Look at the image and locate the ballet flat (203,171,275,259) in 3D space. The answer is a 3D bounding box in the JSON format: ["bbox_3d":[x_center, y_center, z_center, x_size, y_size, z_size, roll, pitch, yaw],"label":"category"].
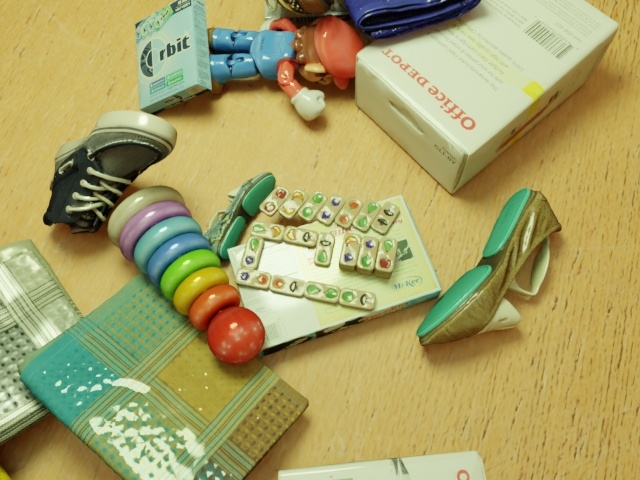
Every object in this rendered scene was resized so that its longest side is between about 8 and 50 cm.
[{"bbox_3d":[-0.153,-0.054,1.086,0.070,0.070,0.188,28,69,12],"label":"ballet flat"}]

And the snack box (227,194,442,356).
[{"bbox_3d":[0.022,0.057,1.037,0.322,0.060,0.187,-17,70,-5],"label":"snack box"}]

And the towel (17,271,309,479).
[{"bbox_3d":[-0.238,0.228,0.933,0.370,0.040,0.271,35,52,17],"label":"towel"}]

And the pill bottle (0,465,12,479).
[{"bbox_3d":[-0.543,0.365,0.907,0.208,0.117,0.117,41,76,15],"label":"pill bottle"}]

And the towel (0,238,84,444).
[{"bbox_3d":[-0.533,0.160,0.955,0.312,0.056,0.324,-30,68,-35],"label":"towel"}]

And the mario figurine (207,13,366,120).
[{"bbox_3d":[-0.063,-0.337,1.181,0.321,0.170,0.198,3,105,14],"label":"mario figurine"}]

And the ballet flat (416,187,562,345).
[{"bbox_3d":[0.301,0.067,1.013,0.124,0.116,0.342,41,71,-5],"label":"ballet flat"}]

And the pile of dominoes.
[{"bbox_3d":[0.000,0.000,1.006,0.251,0.040,0.195,10,69,6],"label":"pile of dominoes"}]

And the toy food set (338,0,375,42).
[{"bbox_3d":[0.189,-0.542,1.256,0.306,0.092,0.219,-35,84,-9],"label":"toy food set"}]

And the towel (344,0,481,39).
[{"bbox_3d":[0.136,-0.487,1.100,0.228,0.076,0.308,-14,54,-3],"label":"towel"}]

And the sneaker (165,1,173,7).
[{"bbox_3d":[-0.294,-0.431,1.243,0.067,0.042,0.118,10,77,9],"label":"sneaker"}]

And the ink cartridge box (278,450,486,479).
[{"bbox_3d":[0.094,0.423,0.862,0.289,0.121,0.211,-5,69,0],"label":"ink cartridge box"}]

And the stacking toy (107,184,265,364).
[{"bbox_3d":[-0.207,0.066,0.986,0.141,0.141,0.330,-36,68,-11],"label":"stacking toy"}]

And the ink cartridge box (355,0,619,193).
[{"bbox_3d":[0.289,-0.318,1.118,0.385,0.160,0.279,-39,72,-13],"label":"ink cartridge box"}]

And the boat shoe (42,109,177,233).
[{"bbox_3d":[-0.355,-0.097,1.006,0.127,0.341,0.158,20,71,-36],"label":"boat shoe"}]

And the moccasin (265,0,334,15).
[{"bbox_3d":[-0.063,-0.501,1.132,0.147,0.139,0.380,-14,37,-3],"label":"moccasin"}]

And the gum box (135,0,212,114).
[{"bbox_3d":[-0.284,-0.353,1.157,0.157,0.041,0.184,-12,77,32],"label":"gum box"}]

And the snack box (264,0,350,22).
[{"bbox_3d":[-0.027,-0.488,1.267,0.178,0.022,0.064,-2,70,1],"label":"snack box"}]
